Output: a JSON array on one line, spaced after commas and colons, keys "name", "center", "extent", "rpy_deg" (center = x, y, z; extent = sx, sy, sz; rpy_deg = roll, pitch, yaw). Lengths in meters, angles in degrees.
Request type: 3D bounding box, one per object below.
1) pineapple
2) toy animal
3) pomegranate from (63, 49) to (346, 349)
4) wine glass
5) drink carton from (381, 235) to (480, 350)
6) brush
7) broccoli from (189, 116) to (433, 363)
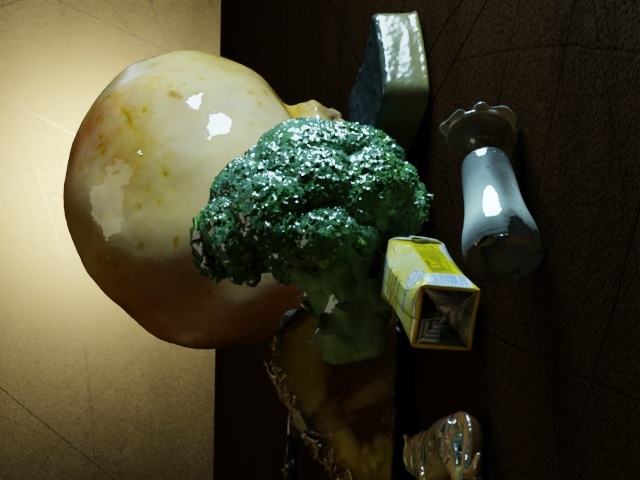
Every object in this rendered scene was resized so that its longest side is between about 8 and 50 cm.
[{"name": "pineapple", "center": [0.011, 0.184, 1.912], "extent": [0.161, 0.158, 0.334], "rpy_deg": [110, 159, -60]}, {"name": "toy animal", "center": [0.117, 0.213, 1.608], "extent": [0.241, 0.057, 0.099], "rpy_deg": [118, 152, -69]}, {"name": "pomegranate", "center": [-0.143, -0.067, 2.274], "extent": [0.411, 0.411, 0.411], "rpy_deg": [-178, 90, -80]}, {"name": "wine glass", "center": [0.146, -0.042, 1.456], "extent": [0.072, 0.072, 0.155], "rpy_deg": [104, 166, -48]}, {"name": "drink carton", "center": [0.102, 0.042, 1.680], "extent": [0.200, 0.074, 0.084], "rpy_deg": [-122, 36, -70]}, {"name": "brush", "center": [0.073, -0.159, 1.909], "extent": [0.197, 0.059, 0.123], "rpy_deg": [109, 162, -58]}, {"name": "broccoli", "center": [0.000, 0.000, 1.813], "extent": [0.270, 0.270, 0.270], "rpy_deg": [-145, 36, -78]}]
